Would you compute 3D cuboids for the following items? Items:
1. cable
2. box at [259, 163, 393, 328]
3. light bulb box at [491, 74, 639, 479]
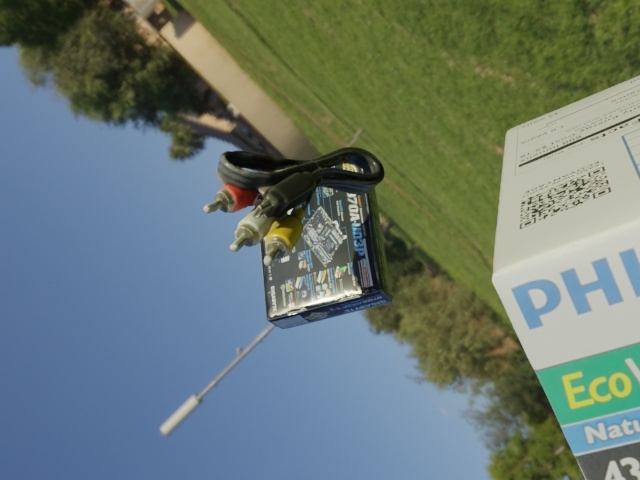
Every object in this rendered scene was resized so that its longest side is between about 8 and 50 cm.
[{"bbox_3d":[-0.033,-0.068,0.954,0.139,0.072,0.287,43,-146,11],"label":"cable"},{"bbox_3d":[0.000,0.000,1.094,0.051,0.175,0.220,40,-142,-58],"label":"box"},{"bbox_3d":[0.331,-0.009,0.543,0.225,0.358,0.361,63,-157,-13],"label":"light bulb box"}]
